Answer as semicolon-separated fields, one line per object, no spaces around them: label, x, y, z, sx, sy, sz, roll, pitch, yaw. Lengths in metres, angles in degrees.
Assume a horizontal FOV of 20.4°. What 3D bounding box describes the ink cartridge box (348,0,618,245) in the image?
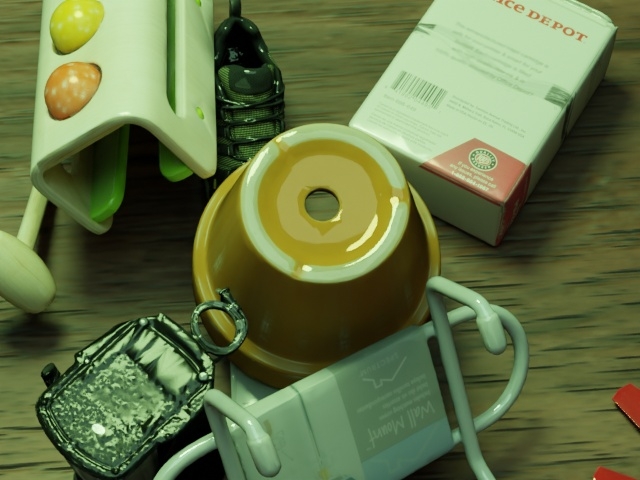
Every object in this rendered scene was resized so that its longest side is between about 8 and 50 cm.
ink cartridge box;0.144;-0.127;1.588;0.158;0.092;0.218;28;67;15

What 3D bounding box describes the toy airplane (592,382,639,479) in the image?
toy airplane;0.282;0.180;1.454;0.151;0.028;0.151;-1;60;1

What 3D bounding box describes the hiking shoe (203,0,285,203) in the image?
hiking shoe;-0.069;-0.100;1.561;0.086;0.114;0.227;-11;62;-5

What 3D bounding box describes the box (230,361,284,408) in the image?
box;-0.004;0.104;1.493;0.145;0.038;0.186;-4;61;-1

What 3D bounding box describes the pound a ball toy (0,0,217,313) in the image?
pound a ball toy;-0.209;-0.122;1.522;0.208;0.136;0.319;-26;43;24

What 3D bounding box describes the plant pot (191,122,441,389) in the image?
plant pot;0.000;0.000;1.402;0.205;0.188;0.205;1;71;-3

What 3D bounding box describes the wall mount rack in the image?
wall mount rack;0.056;0.207;1.345;0.350;0.304;0.130;-26;25;-20

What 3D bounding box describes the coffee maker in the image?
coffee maker;-0.124;0.144;1.392;0.171;0.178;0.120;-21;66;-9
